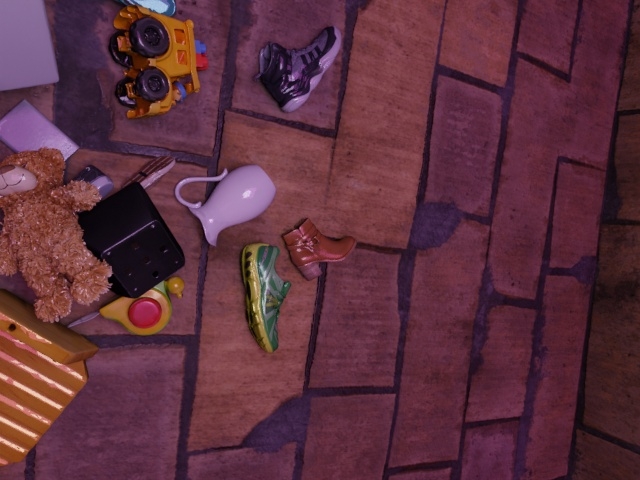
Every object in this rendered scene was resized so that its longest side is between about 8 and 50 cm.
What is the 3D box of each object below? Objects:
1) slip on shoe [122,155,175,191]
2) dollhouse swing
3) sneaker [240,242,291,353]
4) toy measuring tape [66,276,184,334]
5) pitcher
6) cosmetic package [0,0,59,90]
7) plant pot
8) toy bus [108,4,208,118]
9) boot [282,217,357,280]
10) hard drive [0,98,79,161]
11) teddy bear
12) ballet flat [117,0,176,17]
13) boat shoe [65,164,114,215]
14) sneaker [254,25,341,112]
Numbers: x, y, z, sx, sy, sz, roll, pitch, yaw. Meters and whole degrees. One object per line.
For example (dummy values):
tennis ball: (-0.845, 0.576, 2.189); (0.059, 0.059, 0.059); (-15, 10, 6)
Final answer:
slip on shoe: (-0.392, -0.146, 1.091); (0.135, 0.052, 0.041); (-48, 154, -26)
dollhouse swing: (-0.629, 0.300, 0.813); (0.315, 0.305, 0.346); (41, 83, -19)
sneaker: (-0.130, 0.151, 1.222); (0.124, 0.109, 0.295); (-8, 98, -24)
toy measuring tape: (-0.449, 0.186, 1.055); (0.330, 0.121, 0.121); (-30, 109, -14)
pitcher: (-0.229, -0.113, 1.147); (0.207, 0.125, 0.177); (-38, 96, -9)
cosmetic package: (-0.641, -0.462, 0.695); (0.328, 0.329, 0.393); (-20, 82, -27)
plant pot: (-0.399, 0.014, 1.002); (0.188, 0.167, 0.187); (-36, 126, -20)
toy bus: (-0.339, -0.384, 1.053); (0.212, 0.150, 0.220); (-12, 103, -44)
boot: (0.000, 0.000, 1.304); (0.197, 0.073, 0.152); (-36, 106, -24)
hard drive: (-0.593, -0.211, 0.982); (0.135, 0.022, 0.094); (46, 73, -24)
teddy bear: (-0.511, -0.016, 0.869); (0.113, 0.245, 0.337); (-4, 84, -69)
ballet flat: (-0.431, -0.550, 1.004); (0.248, 0.087, 0.083); (15, 100, -32)
boat shoe: (-0.551, -0.076, 0.992); (0.228, 0.080, 0.076); (-43, 89, -12)
sneaker: (-0.060, -0.474, 1.207); (0.153, 0.101, 0.268); (36, 80, -29)
